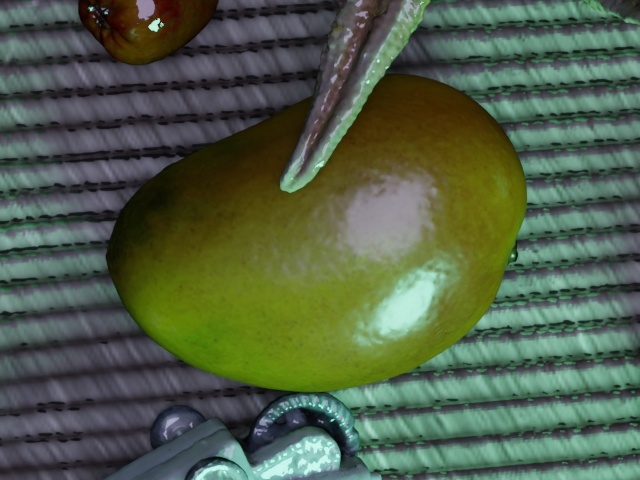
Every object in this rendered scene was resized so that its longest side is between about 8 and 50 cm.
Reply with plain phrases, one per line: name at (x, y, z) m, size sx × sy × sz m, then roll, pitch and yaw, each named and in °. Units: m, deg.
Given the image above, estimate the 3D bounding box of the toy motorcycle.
toy motorcycle at (-0.079, 0.204, 1.149) m, size 0.260 × 0.110 × 0.171 m, roll -26°, pitch 110°, yaw -10°

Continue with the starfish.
starfish at (0.080, -0.248, 1.023) m, size 0.398 × 0.132 × 0.384 m, roll -13°, pitch 61°, yaw 28°

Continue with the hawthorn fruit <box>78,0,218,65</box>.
hawthorn fruit at (-0.101, -0.155, 1.144) m, size 0.093 × 0.081 × 0.081 m, roll -30°, pitch 95°, yaw -32°

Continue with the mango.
mango at (0.006, 0.005, 1.126) m, size 0.254 × 0.139 × 0.175 m, roll -26°, pitch 85°, yaw 4°
